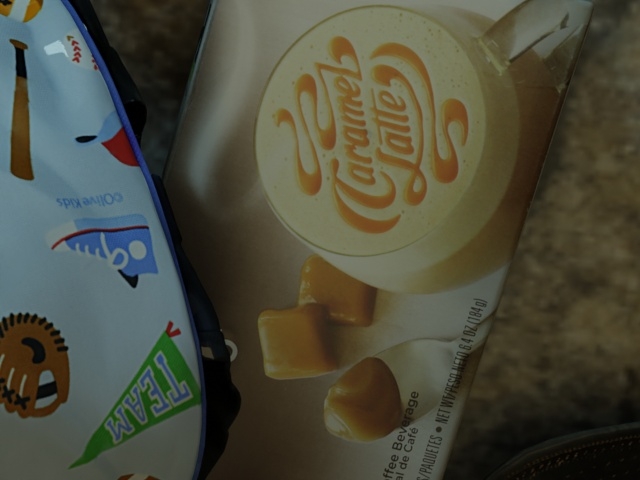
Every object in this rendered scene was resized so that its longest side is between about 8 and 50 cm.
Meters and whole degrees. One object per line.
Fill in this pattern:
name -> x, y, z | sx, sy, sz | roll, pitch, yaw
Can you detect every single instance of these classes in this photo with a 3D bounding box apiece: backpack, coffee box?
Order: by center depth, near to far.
backpack -> -0.162, 0.034, 0.614 | 0.263, 0.213, 0.277 | -42, 71, 39
coffee box -> 0.000, 0.000, 0.745 | 0.141, 0.098, 0.247 | 16, 101, -6

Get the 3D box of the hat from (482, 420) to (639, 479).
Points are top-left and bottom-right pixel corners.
hat -> 0.156, 0.241, 0.762 | 0.331, 0.134, 0.331 | -7, 109, -20
